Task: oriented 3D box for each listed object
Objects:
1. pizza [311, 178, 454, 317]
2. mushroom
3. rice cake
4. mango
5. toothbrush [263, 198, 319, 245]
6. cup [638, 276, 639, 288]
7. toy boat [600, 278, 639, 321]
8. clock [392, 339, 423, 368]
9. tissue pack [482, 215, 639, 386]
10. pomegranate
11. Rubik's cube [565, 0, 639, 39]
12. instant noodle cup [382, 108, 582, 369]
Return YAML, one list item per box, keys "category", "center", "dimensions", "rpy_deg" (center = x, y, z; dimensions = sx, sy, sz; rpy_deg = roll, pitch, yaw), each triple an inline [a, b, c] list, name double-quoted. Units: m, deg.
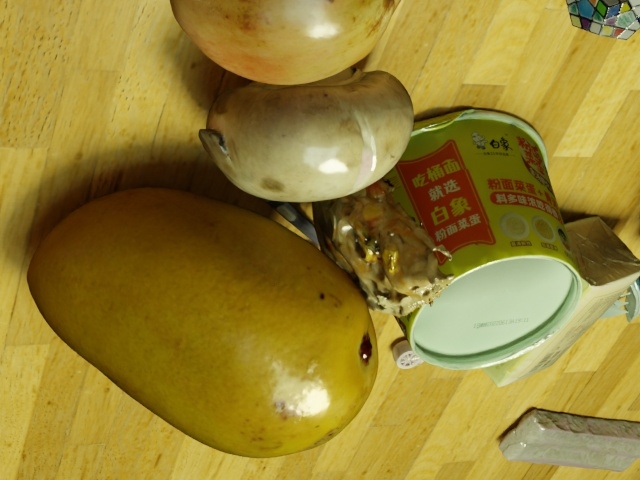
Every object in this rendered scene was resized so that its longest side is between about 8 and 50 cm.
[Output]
- category: "pizza"
  center: [0.069, 0.007, 1.799]
  dimensions: [0.071, 0.297, 0.189]
  rpy_deg: [-15, 125, -26]
- category: "mushroom"
  center: [-0.018, -0.132, 1.693]
  dimensions: [0.255, 0.255, 0.184]
  rpy_deg: [-2, 105, -21]
- category: "rice cake"
  center: [0.449, 0.353, 2.604]
  dimensions: [0.298, 0.050, 0.106]
  rpy_deg: [11, 133, -34]
- category: "mango"
  center: [-0.142, 0.095, 1.825]
  dimensions: [0.446, 0.232, 0.300]
  rpy_deg: [25, 123, 2]
- category: "toothbrush"
  center: [0.000, 0.000, 1.978]
  dimensions: [0.024, 0.026, 0.288]
  rpy_deg: [-36, 133, 13]
- category: "cup"
  center: [0.597, -0.044, 2.069]
  dimensions: [0.257, 0.331, 0.311]
  rpy_deg: [16, 142, 9]
- category: "toy boat"
  center: [0.451, 0.108, 2.319]
  dimensions: [0.149, 0.034, 0.105]
  rpy_deg: [-32, 138, 15]
- category: "clock"
  center: [0.166, 0.147, 2.239]
  dimensions: [0.087, 0.041, 0.129]
  rpy_deg: [23, 121, -37]
- category: "tissue pack"
  center: [0.325, 0.087, 2.140]
  dimensions: [0.159, 0.125, 0.234]
  rpy_deg: [-13, 148, -47]
- category: "pomegranate"
  center: [-0.049, -0.282, 1.460]
  dimensions: [0.270, 0.252, 0.229]
  rpy_deg: [12, 179, 19]
- category: "Rubik's cube"
  center: [0.339, -0.287, 1.743]
  dimensions: [0.093, 0.111, 0.111]
  rpy_deg: [-5, 150, 28]
- category: "instant noodle cup"
  center: [0.192, 0.011, 1.938]
  dimensions: [0.311, 0.221, 0.311]
  rpy_deg: [-13, 141, -10]
